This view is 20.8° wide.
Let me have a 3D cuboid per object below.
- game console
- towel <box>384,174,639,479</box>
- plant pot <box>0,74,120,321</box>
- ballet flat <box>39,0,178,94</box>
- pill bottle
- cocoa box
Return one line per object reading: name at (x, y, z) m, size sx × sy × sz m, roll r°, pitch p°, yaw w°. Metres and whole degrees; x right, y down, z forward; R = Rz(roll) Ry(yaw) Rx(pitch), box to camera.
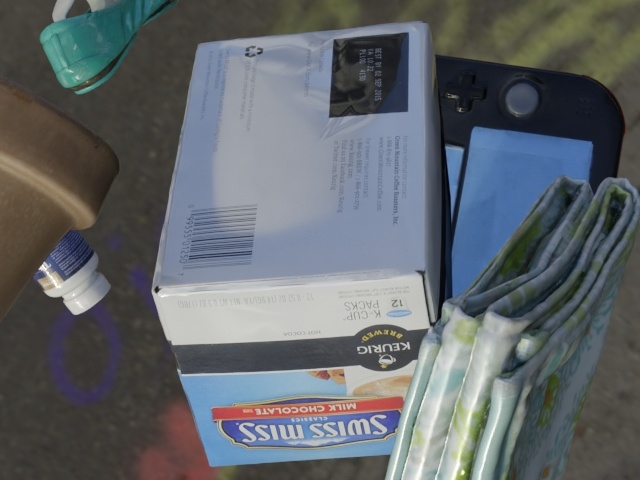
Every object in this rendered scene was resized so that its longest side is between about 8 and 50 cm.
game console at (0.163, -0.021, 2.031) m, size 0.342 × 0.060 × 0.386 m, roll 10°, pitch 82°, yaw 5°
towel at (0.130, 0.159, 1.282) m, size 0.090 × 0.320 × 0.374 m, roll 21°, pitch 119°, yaw 17°
plant pot at (-0.314, -0.009, 1.334) m, size 0.263 × 0.263 × 0.229 m, roll 8°, pitch 71°, yaw 45°
ballet flat at (-0.203, -0.227, 1.683) m, size 0.083 × 0.087 × 0.247 m, roll -21°, pitch 20°, yaw 24°
pill bottle at (-0.270, 0.015, 1.782) m, size 0.067 × 0.120 × 0.067 m, roll -33°, pitch 17°, yaw 11°
cocoa box at (0.000, 0.000, 1.575) m, size 0.231 × 0.228 × 0.347 m, roll -4°, pitch 42°, yaw 8°
